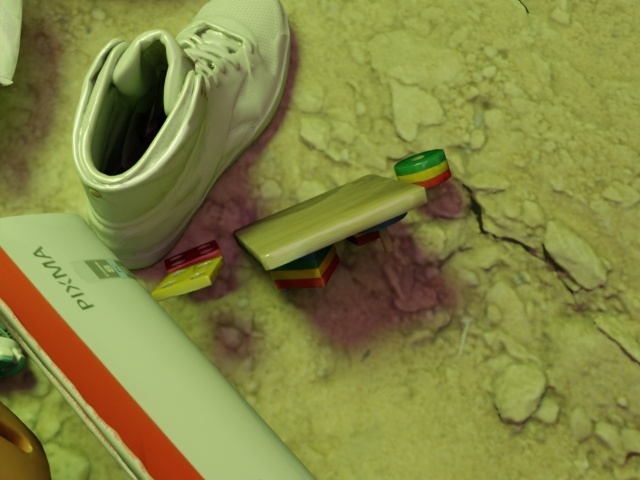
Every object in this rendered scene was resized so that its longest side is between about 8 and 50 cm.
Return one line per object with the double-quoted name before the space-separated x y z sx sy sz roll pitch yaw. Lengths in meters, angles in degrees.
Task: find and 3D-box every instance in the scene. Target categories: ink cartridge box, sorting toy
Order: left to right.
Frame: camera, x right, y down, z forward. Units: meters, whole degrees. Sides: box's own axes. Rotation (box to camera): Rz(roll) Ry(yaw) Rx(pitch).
"ink cartridge box" -0.077 0.096 0.483 0.091 0.385 0.308 -40 80 -19
"sorting toy" 0.000 0.000 0.677 0.274 0.132 0.046 -23 104 -11

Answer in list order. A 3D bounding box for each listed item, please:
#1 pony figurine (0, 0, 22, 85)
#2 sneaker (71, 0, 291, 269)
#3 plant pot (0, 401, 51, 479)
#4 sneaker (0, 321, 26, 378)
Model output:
"pony figurine" -0.374 -0.289 0.631 0.363 0.302 0.351 2 73 31
"sneaker" -0.098 -0.130 0.685 0.108 0.169 0.293 23 67 3
"plant pot" -0.298 0.161 0.487 0.203 0.290 0.291 39 61 -38
"sneaker" -0.300 0.052 0.630 0.166 0.065 0.076 20 51 -34
